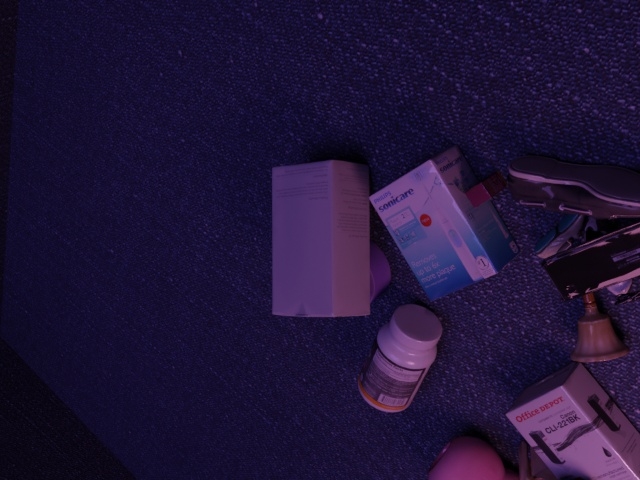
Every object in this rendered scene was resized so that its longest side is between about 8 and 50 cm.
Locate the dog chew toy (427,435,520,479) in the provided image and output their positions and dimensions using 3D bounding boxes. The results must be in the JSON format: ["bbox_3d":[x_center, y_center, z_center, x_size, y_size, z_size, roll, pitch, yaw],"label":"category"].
[{"bbox_3d":[0.441,0.660,2.049,0.331,0.206,0.207,37,133,10],"label":"dog chew toy"}]

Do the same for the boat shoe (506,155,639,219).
[{"bbox_3d":[0.538,-0.095,1.622,0.335,0.112,0.096,20,137,38],"label":"boat shoe"}]

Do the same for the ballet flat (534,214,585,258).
[{"bbox_3d":[0.528,-0.015,1.714,0.052,0.057,0.168,27,138,-8],"label":"ballet flat"}]

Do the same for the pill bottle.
[{"bbox_3d":[0.209,0.307,2.080,0.162,0.162,0.278,36,131,21],"label":"pill bottle"}]

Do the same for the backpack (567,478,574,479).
[{"bbox_3d":[0.568,0.596,1.804,0.120,0.101,0.098,-11,105,49],"label":"backpack"}]

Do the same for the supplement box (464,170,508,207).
[{"bbox_3d":[0.368,-0.114,1.767,0.055,0.083,0.043,-35,88,45],"label":"supplement box"}]

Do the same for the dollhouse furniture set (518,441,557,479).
[{"bbox_3d":[0.576,0.560,1.990,0.151,0.123,0.144,23,136,-14],"label":"dollhouse furniture set"}]

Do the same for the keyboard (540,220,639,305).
[{"bbox_3d":[0.624,0.048,1.588,0.317,0.033,0.201,-24,120,26],"label":"keyboard"}]

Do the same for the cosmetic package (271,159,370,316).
[{"bbox_3d":[0.000,0.000,2.004,0.217,0.156,0.385,0,90,42],"label":"cosmetic package"}]

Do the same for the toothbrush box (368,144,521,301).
[{"bbox_3d":[0.286,-0.038,1.851,0.216,0.126,0.296,-29,91,46],"label":"toothbrush box"}]

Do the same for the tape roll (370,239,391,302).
[{"bbox_3d":[0.088,0.084,2.122,0.189,0.080,0.189,19,123,33],"label":"tape roll"}]

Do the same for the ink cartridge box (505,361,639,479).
[{"bbox_3d":[0.598,0.446,1.846,0.273,0.114,0.197,52,136,7],"label":"ink cartridge box"}]

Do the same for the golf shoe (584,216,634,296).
[{"bbox_3d":[0.587,0.037,1.652,0.077,0.094,0.198,-13,105,43],"label":"golf shoe"}]

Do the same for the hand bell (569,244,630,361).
[{"bbox_3d":[0.581,0.128,1.721,0.126,0.126,0.242,-9,93,44],"label":"hand bell"}]
